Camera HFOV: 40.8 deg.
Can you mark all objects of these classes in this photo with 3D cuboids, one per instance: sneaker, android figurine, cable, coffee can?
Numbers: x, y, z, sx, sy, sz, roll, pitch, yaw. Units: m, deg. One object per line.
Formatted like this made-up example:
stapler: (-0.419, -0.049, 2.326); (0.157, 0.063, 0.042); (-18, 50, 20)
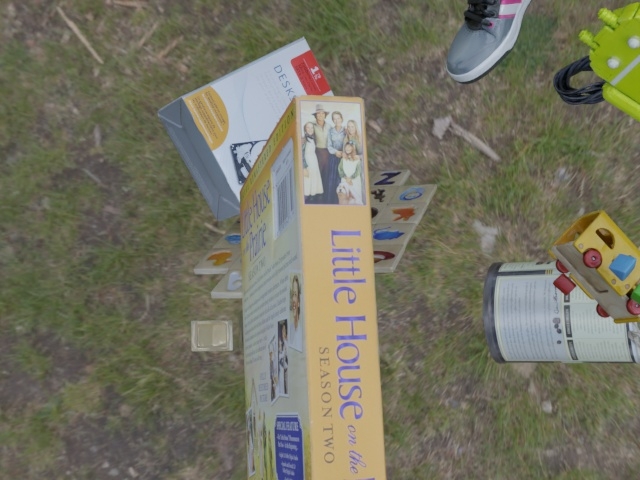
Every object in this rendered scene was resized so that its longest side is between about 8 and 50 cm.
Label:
sneaker: (0.251, -0.399, 1.303); (0.124, 0.178, 0.295); (36, 96, 49)
android figurine: (0.555, -0.287, 1.406); (0.273, 0.248, 0.056); (33, 66, -2)
cable: (0.529, -0.306, 1.606); (0.184, 0.150, 0.047); (-5, 72, -2)
coffee can: (0.472, 0.136, 1.644); (0.275, 0.201, 0.201); (-3, 87, 28)

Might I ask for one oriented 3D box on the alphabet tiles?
alphabet tiles: (-0.002, -0.017, 1.184); (0.285, 0.342, 0.011); (-1, 119, 24)

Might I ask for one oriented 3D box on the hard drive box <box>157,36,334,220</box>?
hard drive box: (-0.087, -0.164, 1.250); (0.232, 0.089, 0.181); (-35, 102, -32)

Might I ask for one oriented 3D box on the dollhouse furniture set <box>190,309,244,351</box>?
dollhouse furniture set: (-0.093, 0.075, 1.216); (0.182, 0.101, 0.161); (0, 82, -10)

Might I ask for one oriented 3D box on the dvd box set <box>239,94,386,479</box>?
dvd box set: (-0.017, 0.123, 0.753); (0.062, 0.307, 0.420); (0, 78, -14)

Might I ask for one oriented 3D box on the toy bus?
toy bus: (0.463, 0.046, 1.350); (0.104, 0.202, 0.191); (-44, 49, -14)
